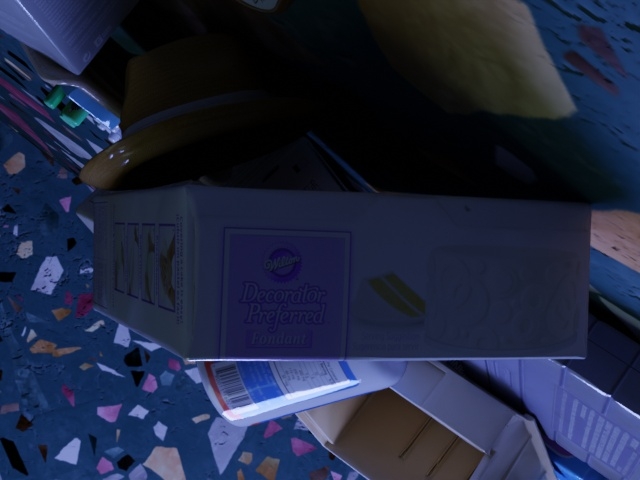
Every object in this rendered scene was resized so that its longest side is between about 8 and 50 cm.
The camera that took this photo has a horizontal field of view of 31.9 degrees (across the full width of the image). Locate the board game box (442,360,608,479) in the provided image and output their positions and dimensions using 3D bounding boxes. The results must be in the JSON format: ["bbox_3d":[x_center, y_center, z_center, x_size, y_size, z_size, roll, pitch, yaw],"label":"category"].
[{"bbox_3d":[0.219,0.205,1.326,0.316,0.064,0.242,30,169,35],"label":"board game box"}]

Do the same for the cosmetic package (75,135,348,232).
[{"bbox_3d":[-0.104,-0.021,1.058,0.113,0.160,0.309,52,166,-24],"label":"cosmetic package"}]

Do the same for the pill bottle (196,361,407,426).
[{"bbox_3d":[0.006,0.088,1.037,0.124,0.222,0.124,-18,-90,-72],"label":"pill bottle"}]

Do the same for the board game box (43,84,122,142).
[{"bbox_3d":[-0.160,-0.044,1.539,0.390,0.050,0.390,32,170,28],"label":"board game box"}]

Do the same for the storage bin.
[{"bbox_3d":[0.098,0.199,1.174,0.262,0.123,0.260,32,166,31],"label":"storage bin"}]

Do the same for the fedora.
[{"bbox_3d":[-0.088,-0.094,0.791,0.194,0.194,0.079,138,114,-81],"label":"fedora"}]

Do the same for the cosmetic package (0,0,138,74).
[{"bbox_3d":[-0.209,-0.216,0.698,0.127,0.107,0.238,33,167,17],"label":"cosmetic package"}]

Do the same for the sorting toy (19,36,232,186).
[{"bbox_3d":[-0.179,-0.136,0.912,0.208,0.038,0.193,32,-163,-52],"label":"sorting toy"}]

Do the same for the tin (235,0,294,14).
[{"bbox_3d":[-0.041,-0.163,0.537,0.106,0.040,0.190,33,171,-6],"label":"tin"}]

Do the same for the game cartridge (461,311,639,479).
[{"bbox_3d":[0.220,0.127,0.954,0.230,0.068,0.355,30,169,18],"label":"game cartridge"}]

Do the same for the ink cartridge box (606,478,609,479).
[{"bbox_3d":[0.323,0.338,1.129,0.154,0.212,0.093,33,170,21],"label":"ink cartridge box"}]

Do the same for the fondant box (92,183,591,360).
[{"bbox_3d":[-0.011,0.016,0.747,0.238,0.096,0.330,2,180,-19],"label":"fondant box"}]
